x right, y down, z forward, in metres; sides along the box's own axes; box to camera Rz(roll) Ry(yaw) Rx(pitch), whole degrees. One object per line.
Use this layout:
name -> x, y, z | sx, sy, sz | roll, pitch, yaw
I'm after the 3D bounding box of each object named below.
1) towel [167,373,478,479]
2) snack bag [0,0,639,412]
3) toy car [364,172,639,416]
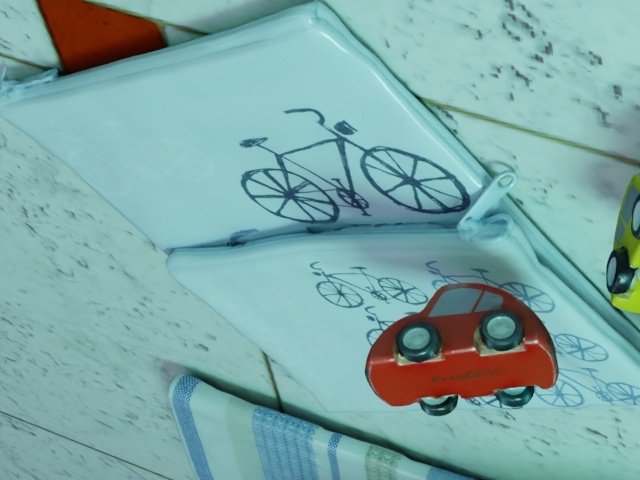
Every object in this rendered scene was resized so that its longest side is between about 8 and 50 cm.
towel -> 0.017, 0.200, 1.303 | 0.285, 0.034, 0.209 | 16, 149, 18
snack bag -> 0.000, 0.000, 0.955 | 0.323, 0.037, 0.342 | -6, 138, 49
toy car -> 0.172, 0.051, 0.830 | 0.225, 0.053, 0.239 | 30, 135, -31
